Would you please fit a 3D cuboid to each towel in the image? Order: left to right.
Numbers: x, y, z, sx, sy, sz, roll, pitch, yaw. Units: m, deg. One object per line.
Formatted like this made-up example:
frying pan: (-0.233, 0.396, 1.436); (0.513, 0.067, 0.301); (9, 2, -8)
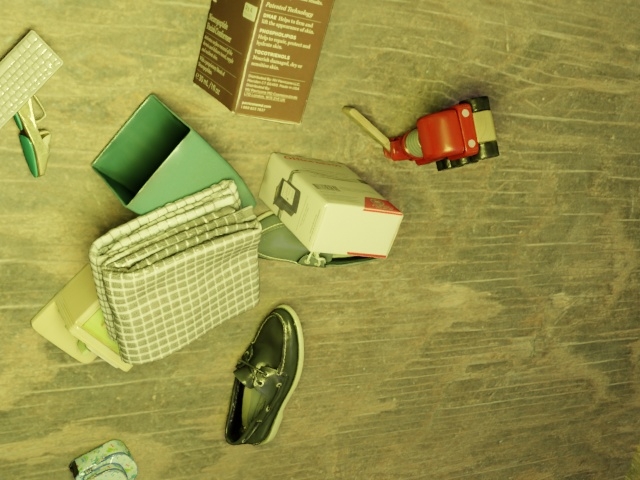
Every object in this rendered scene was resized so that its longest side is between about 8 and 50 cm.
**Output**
towel: (-0.225, 0.061, 1.407); (0.284, 0.121, 0.235); (-25, 139, -23)

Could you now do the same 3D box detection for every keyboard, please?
keyboard: (-0.507, -0.209, 1.306); (0.256, 0.014, 0.072); (-44, 93, 5)

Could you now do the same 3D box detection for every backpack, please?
backpack: (-0.428, 0.469, 1.705); (0.114, 0.084, 0.105); (-31, 128, -17)

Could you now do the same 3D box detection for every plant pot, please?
plant pot: (-0.235, -0.102, 1.476); (0.165, 0.165, 0.234); (-50, 136, 2)

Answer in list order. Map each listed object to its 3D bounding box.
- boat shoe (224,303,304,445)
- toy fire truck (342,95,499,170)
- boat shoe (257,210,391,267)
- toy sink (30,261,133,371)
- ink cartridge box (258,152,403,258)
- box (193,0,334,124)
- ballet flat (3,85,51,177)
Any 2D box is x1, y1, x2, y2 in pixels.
boat shoe: (-0.131, 0.290, 1.759); (0.113, 0.127, 0.339); (-7, 128, -41)
toy fire truck: (0.187, -0.210, 1.642); (0.247, 0.217, 0.158); (-12, 91, -19)
boat shoe: (0.000, 0.000, 1.699); (0.320, 0.099, 0.116); (0, 116, -30)
toy sink: (-0.379, 0.135, 1.528); (0.234, 0.131, 0.153); (-44, 128, -3)
ink cartridge box: (0.014, -0.068, 1.586); (0.172, 0.237, 0.100); (6, 114, -33)
box: (-0.078, -0.402, 1.386); (0.143, 0.191, 0.381); (6, 111, -32)
ballet flat: (-0.462, -0.180, 1.365); (0.052, 0.057, 0.168); (-28, 126, -27)
